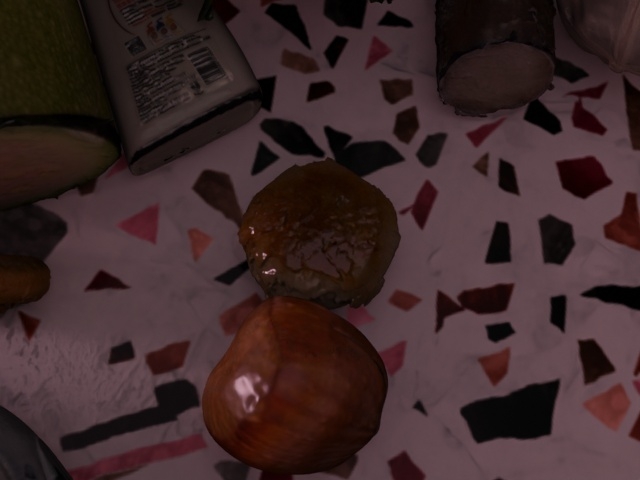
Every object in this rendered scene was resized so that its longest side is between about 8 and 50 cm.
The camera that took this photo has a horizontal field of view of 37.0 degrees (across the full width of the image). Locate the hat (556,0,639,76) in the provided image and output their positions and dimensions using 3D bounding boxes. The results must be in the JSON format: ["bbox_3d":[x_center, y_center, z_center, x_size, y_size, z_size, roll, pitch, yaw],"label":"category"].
[{"bbox_3d":[0.305,-0.284,0.972,0.161,0.232,0.275,-33,59,17],"label":"hat"}]

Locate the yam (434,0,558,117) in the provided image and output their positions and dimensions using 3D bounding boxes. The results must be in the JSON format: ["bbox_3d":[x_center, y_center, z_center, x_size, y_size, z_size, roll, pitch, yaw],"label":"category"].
[{"bbox_3d":[0.178,-0.275,0.977,0.131,0.131,0.279,4,70,-4],"label":"yam"}]

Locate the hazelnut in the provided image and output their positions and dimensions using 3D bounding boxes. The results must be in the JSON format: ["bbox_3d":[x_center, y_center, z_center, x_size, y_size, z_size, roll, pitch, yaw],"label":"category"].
[{"bbox_3d":[-0.020,0.127,0.823,0.150,0.150,0.150,2,72,-5],"label":"hazelnut"}]

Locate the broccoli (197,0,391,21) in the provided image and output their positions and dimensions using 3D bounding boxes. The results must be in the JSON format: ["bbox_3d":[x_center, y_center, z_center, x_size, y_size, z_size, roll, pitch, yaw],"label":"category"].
[{"bbox_3d":[-0.033,-0.332,0.892,0.283,0.321,0.304,-30,89,-1],"label":"broccoli"}]

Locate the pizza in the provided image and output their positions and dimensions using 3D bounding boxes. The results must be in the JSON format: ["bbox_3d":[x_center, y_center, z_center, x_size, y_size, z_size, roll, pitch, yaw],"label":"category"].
[{"bbox_3d":[-0.350,0.045,0.838,0.194,0.154,0.069,-4,90,15],"label":"pizza"}]

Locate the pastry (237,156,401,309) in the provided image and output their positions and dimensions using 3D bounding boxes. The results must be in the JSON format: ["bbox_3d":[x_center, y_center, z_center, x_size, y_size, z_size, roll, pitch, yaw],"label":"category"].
[{"bbox_3d":[0.000,-0.004,0.892,0.153,0.081,0.153,1,75,-2],"label":"pastry"}]

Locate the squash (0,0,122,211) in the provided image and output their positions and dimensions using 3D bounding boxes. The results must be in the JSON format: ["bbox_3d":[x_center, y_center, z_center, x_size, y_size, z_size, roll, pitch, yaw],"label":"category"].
[{"bbox_3d":[-0.348,-0.218,0.815,0.263,0.263,0.384,-18,83,-11],"label":"squash"}]

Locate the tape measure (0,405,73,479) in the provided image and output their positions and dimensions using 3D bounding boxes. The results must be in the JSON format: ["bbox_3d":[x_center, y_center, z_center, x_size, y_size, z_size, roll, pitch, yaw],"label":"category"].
[{"bbox_3d":[-0.317,0.245,0.748,0.275,0.147,0.256,25,71,2],"label":"tape measure"}]

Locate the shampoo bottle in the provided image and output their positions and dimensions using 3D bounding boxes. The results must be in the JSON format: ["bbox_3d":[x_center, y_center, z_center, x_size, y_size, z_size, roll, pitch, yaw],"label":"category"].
[{"bbox_3d":[-0.184,-0.216,0.953,0.153,0.071,0.284,-28,74,-14],"label":"shampoo bottle"}]
